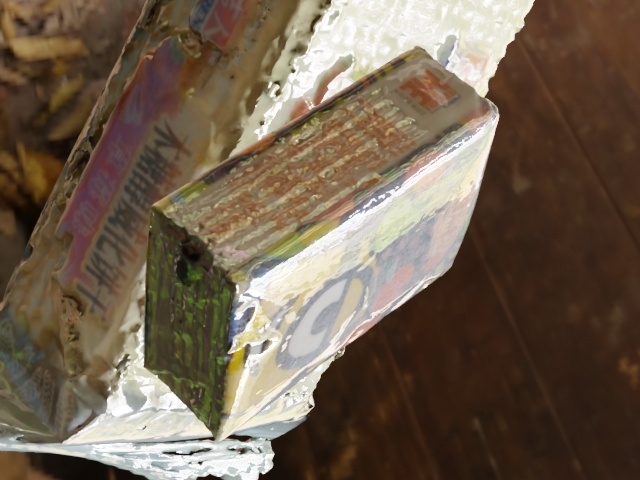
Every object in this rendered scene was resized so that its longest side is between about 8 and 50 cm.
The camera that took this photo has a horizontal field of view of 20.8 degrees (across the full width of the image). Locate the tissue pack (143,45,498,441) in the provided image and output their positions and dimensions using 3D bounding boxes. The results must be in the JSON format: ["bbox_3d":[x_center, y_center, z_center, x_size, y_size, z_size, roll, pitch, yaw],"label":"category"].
[{"bbox_3d":[0.000,0.000,0.401,0.083,0.035,0.063,-34,152,-29],"label":"tissue pack"}]

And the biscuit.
[{"bbox_3d":[-0.016,-0.034,0.649,0.186,0.079,0.309,10,114,-50],"label":"biscuit"}]
